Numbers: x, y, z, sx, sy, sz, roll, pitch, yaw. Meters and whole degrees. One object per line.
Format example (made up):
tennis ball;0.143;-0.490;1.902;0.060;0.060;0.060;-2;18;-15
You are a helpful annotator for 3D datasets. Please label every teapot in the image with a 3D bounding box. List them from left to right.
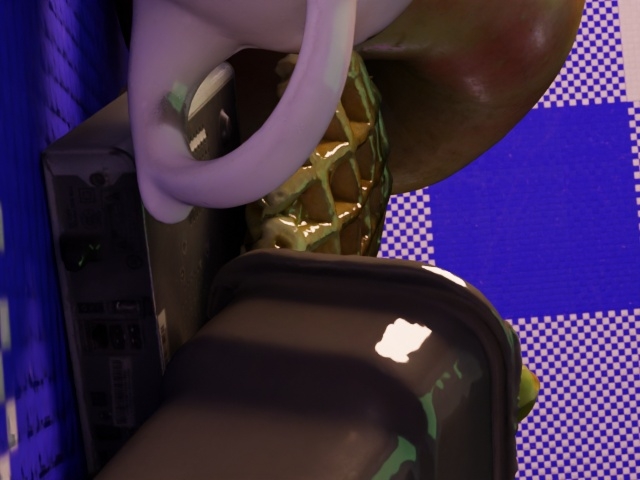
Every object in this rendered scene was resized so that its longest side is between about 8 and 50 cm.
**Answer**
teapot;-0.041;-0.153;0.486;0.204;0.139;0.298;30;37;-43

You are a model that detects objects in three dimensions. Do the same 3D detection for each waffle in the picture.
waffle;0.000;0.000;0.658;0.208;0.054;0.214;75;25;-65

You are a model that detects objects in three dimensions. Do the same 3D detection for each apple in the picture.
apple;0.012;-0.198;0.799;0.319;0.319;0.277;90;-9;-59

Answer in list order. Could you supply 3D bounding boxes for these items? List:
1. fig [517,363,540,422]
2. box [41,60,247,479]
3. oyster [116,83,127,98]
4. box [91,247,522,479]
fig;0.023;0.133;0.860;0.206;0.275;0.206;177;-90;-86
box;-0.064;0.062;0.585;0.211;0.045;0.270;-64;151;-70
oyster;-0.090;-0.055;0.707;0.083;0.081;0.038;51;39;-26
box;-0.005;0.156;0.468;0.178;0.138;0.274;-40;129;-59
